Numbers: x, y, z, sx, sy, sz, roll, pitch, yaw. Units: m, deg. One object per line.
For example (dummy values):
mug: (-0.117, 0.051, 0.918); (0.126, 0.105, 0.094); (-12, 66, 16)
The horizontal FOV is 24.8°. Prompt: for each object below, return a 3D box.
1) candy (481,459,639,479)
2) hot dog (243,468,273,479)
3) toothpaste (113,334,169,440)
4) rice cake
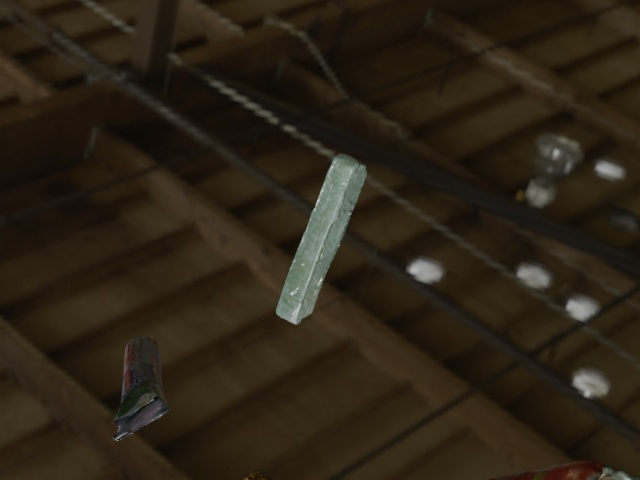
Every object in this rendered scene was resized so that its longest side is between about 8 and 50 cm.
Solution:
candy: (0.144, 0.178, 0.899); (0.086, 0.292, 0.059); (23, -112, -12)
hot dog: (-0.092, 0.317, 1.664); (0.049, 0.122, 0.037); (37, 172, -27)
toothpaste: (-0.134, 0.106, 1.091); (0.045, 0.028, 0.170); (-26, -163, 1)
rice cake: (0.000, 0.000, 1.378); (0.033, 0.171, 0.029); (29, -169, 38)
